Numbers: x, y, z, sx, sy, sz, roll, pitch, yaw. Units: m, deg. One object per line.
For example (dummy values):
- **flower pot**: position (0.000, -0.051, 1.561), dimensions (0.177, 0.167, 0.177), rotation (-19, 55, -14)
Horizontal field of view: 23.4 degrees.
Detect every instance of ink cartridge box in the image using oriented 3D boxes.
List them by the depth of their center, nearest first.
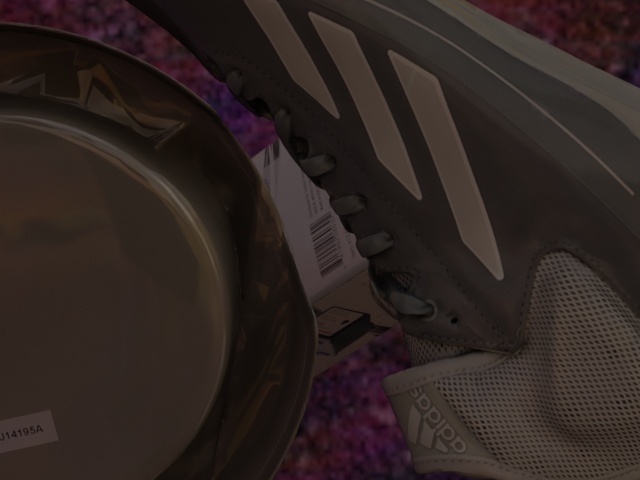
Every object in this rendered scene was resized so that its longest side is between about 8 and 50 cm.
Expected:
- **ink cartridge box**: position (0.000, 0.000, 1.053), dimensions (0.082, 0.191, 0.139), rotation (21, 45, -41)

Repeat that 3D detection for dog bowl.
- **dog bowl**: position (-0.177, 0.039, 0.894), dimensions (0.349, 0.348, 0.102), rotation (-6, 17, -1)

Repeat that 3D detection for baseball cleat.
- **baseball cleat**: position (0.019, -0.010, 0.349), dimensions (0.206, 0.109, 0.072), rotation (26, 1, 14)
